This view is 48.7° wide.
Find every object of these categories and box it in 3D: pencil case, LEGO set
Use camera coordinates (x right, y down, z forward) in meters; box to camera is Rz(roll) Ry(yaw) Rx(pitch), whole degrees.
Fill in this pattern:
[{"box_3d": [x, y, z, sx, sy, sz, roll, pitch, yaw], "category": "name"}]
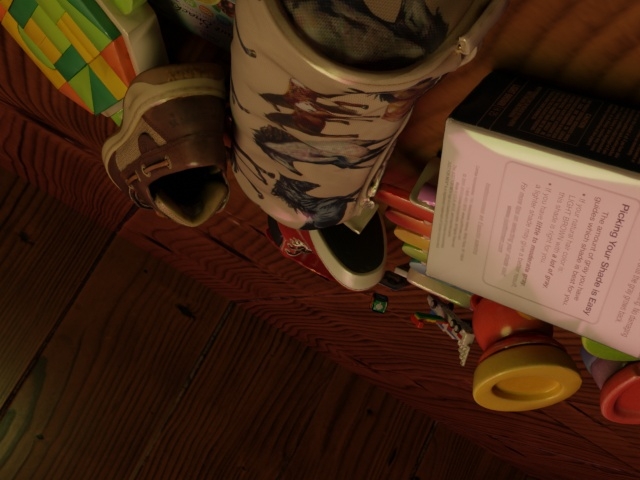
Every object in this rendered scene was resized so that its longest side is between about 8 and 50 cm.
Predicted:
[{"box_3d": [0.014, -0.129, 0.611, 0.184, 0.159, 0.410, 28, 165, -1], "category": "pencil case"}, {"box_3d": [0.165, 0.099, 1.047, 0.182, 0.060, 0.244, 24, -163, 25], "category": "LEGO set"}]

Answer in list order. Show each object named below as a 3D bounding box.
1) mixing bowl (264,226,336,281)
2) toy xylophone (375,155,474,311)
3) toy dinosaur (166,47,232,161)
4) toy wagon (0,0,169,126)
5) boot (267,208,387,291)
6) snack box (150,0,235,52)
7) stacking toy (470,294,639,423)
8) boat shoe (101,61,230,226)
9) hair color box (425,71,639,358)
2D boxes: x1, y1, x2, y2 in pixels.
[{"box_3d": [0.015, -0.013, 1.094, 0.181, 0.098, 0.181, 26, 165, 7], "category": "mixing bowl"}, {"box_3d": [0.200, 0.006, 0.873, 0.236, 0.081, 0.322, 21, 163, 22], "category": "toy xylophone"}, {"box_3d": [-0.213, -0.165, 0.946, 0.160, 0.121, 0.313, -13, 143, 36], "category": "toy dinosaur"}, {"box_3d": [-0.250, -0.248, 0.730, 0.267, 0.068, 0.344, 52, 156, -20], "category": "toy wagon"}, {"box_3d": [0.000, 0.000, 0.901, 0.176, 0.088, 0.244, 106, 146, -46], "category": "boot"}, {"box_3d": [-0.103, -0.234, 0.705, 0.141, 0.037, 0.100, 28, 166, 0], "category": "snack box"}, {"box_3d": [0.347, 0.093, 0.808, 0.309, 0.130, 0.279, 12, 140, -21], "category": "stacking toy"}, {"box_3d": [-0.161, -0.071, 0.779, 0.123, 0.123, 0.342, -13, 172, -24], "category": "boat shoe"}, {"box_3d": [0.270, -0.001, 0.571, 0.347, 0.105, 0.173, 22, 135, 24], "category": "hair color box"}]
